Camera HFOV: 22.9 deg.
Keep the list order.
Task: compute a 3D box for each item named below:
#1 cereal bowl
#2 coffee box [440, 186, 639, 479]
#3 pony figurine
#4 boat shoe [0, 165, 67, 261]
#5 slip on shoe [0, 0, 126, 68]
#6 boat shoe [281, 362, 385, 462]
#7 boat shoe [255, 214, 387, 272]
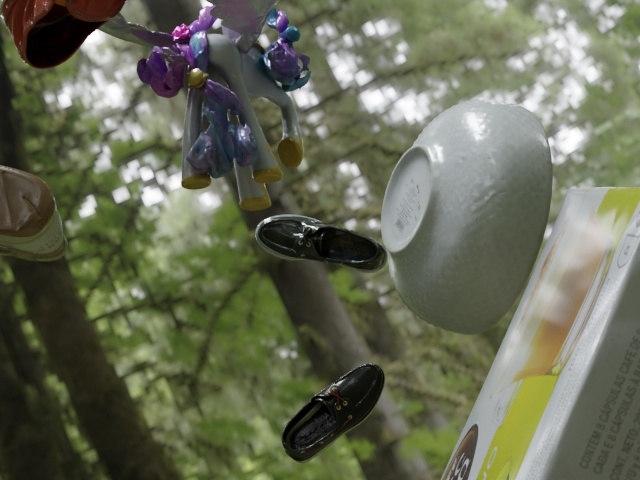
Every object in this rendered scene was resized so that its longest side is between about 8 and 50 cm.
[{"bbox_3d":[0.182,-0.044,2.221,0.141,0.339,0.339,14,-42,-21],"label":"cereal bowl"},{"bbox_3d":[0.266,0.184,1.008,0.334,0.338,0.338,-111,44,-88],"label":"coffee box"},{"bbox_3d":[-0.144,-0.248,2.167,0.302,0.364,0.351,-14,-13,22],"label":"pony figurine"},{"bbox_3d":[-0.398,-0.042,1.665,0.105,0.285,0.089,-58,-25,-25],"label":"boat shoe"},{"bbox_3d":[-0.233,-0.282,1.651,0.123,0.101,0.331,-2,-21,-40],"label":"slip on shoe"},{"bbox_3d":[0.015,0.175,1.631,0.133,0.049,0.042,-42,-24,-7],"label":"boat shoe"},{"bbox_3d":[0.000,0.000,1.636,0.142,0.049,0.040,12,-11,10],"label":"boat shoe"}]
